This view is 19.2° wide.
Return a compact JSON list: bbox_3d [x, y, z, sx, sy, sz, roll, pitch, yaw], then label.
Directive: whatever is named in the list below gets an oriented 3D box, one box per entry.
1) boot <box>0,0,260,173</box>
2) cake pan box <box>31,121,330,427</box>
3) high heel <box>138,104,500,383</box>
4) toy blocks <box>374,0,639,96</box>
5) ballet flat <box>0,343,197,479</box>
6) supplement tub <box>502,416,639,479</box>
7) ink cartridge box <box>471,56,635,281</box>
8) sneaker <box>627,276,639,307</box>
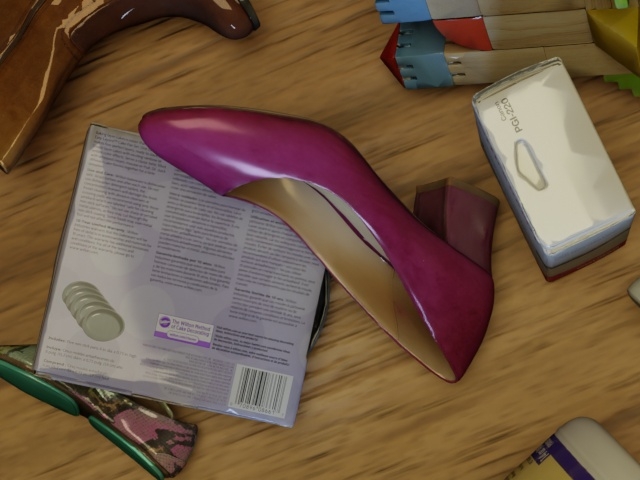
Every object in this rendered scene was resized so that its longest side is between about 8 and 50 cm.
[{"bbox_3d":[-0.231,-0.186,1.826,0.264,0.096,0.280,33,75,12],"label":"boot"},{"bbox_3d":[-0.120,0.035,1.794,0.266,0.070,0.246,12,86,-8],"label":"cake pan box"},{"bbox_3d":[0.000,0.000,1.711,0.377,0.127,0.181,16,73,-20],"label":"high heel"},{"bbox_3d":[0.154,-0.270,1.707,0.260,0.381,0.191,-2,54,17],"label":"toy blocks"},{"bbox_3d":[-0.216,0.147,1.835,0.221,0.077,0.079,32,70,6],"label":"ballet flat"},{"bbox_3d":[0.192,0.345,1.657,0.331,0.241,0.241,-43,79,1],"label":"supplement tub"},{"bbox_3d":[0.211,-0.060,1.713,0.092,0.218,0.159,-26,80,5],"label":"ink cartridge box"},{"bbox_3d":[0.419,0.049,1.731,0.255,0.094,0.151,23,93,1],"label":"sneaker"}]
